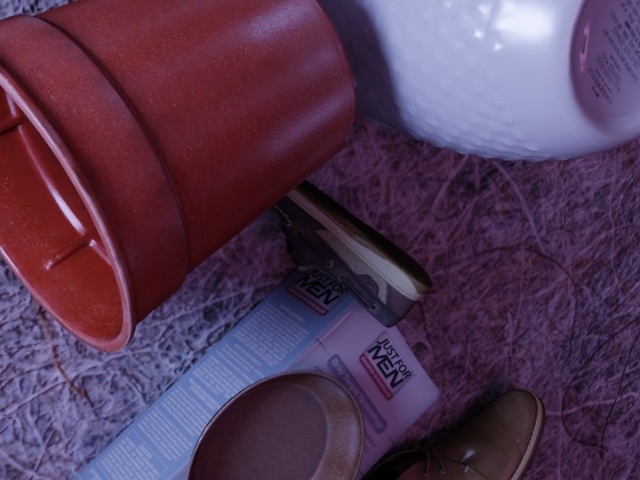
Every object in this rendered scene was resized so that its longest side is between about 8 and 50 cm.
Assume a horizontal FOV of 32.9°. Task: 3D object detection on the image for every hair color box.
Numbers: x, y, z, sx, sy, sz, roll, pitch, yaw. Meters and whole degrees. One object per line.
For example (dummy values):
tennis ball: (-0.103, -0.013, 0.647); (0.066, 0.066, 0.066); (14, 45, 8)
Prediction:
hair color box: (-0.068, 0.213, 1.125); (0.374, 0.113, 0.185); (-43, 127, -12)

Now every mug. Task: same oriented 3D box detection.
mug: (0.141, -0.241, 0.941); (0.276, 0.328, 0.374); (-42, 127, -14)

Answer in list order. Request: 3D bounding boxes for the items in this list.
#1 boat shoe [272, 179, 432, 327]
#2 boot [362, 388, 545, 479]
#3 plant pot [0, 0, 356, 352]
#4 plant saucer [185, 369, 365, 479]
boat shoe: (0.001, 0.000, 1.043); (0.073, 0.223, 0.080); (-55, 173, 11)
boot: (0.150, 0.282, 1.320); (0.305, 0.112, 0.115); (-45, 117, -9)
plant pot: (-0.132, -0.096, 0.873); (0.265, 0.272, 0.272); (-35, 126, -29)
plant saucer: (-0.048, 0.210, 1.043); (0.198, 0.036, 0.199); (-12, 114, -30)
